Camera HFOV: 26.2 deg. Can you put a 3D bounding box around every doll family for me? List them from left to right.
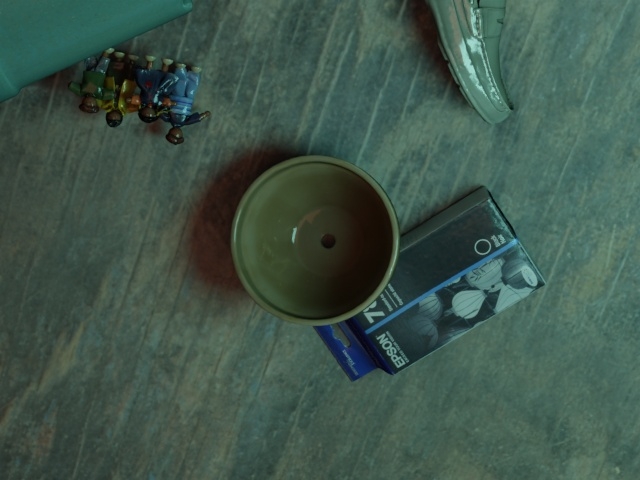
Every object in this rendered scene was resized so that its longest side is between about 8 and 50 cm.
[{"bbox_3d":[-0.248,-0.198,1.896,0.193,0.076,0.111,10,90,1],"label":"doll family"}]

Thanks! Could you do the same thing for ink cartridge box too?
[{"bbox_3d":[0.145,0.077,2.008,0.332,0.065,0.165,-33,107,11],"label":"ink cartridge box"}]

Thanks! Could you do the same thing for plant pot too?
[{"bbox_3d":[-0.355,-0.355,1.723,0.334,0.341,0.341,-20,109,-2],"label":"plant pot"},{"bbox_3d":[0.000,0.000,1.934,0.237,0.110,0.237,0,90,12],"label":"plant pot"}]

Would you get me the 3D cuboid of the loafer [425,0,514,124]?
[{"bbox_3d":[0.203,-0.310,1.846,0.111,0.112,0.319,-19,108,15],"label":"loafer"}]
